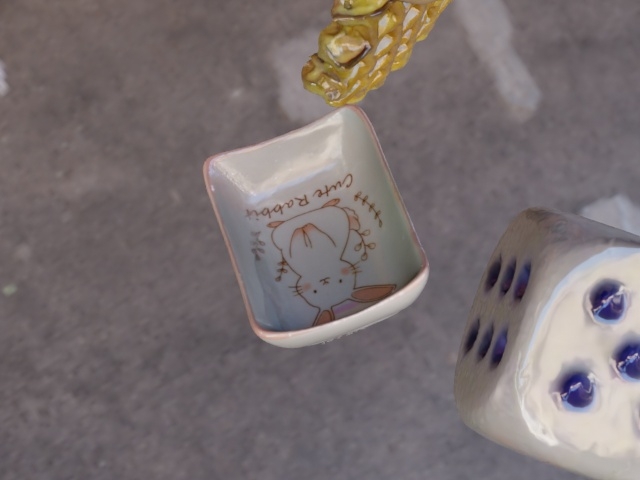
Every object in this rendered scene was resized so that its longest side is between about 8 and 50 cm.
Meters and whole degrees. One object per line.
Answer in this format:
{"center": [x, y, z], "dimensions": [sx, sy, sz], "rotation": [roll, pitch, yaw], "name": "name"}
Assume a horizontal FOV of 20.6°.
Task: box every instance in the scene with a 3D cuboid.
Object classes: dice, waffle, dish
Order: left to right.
{"center": [0.000, 0.000, 1.473], "dimensions": [0.077, 0.151, 0.212], "rotation": [70, -1, -50], "name": "dish"}
{"center": [0.087, -0.254, 1.796], "dimensions": [0.065, 0.309, 0.283], "rotation": [34, 25, 11], "name": "waffle"}
{"center": [0.226, 0.087, 1.422], "dimensions": [0.192, 0.194, 0.193], "rotation": [18, 4, -7], "name": "dice"}

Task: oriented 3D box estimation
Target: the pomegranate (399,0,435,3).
{"center": [0.064, -0.295, 1.473], "dimensions": [0.196, 0.196, 0.196], "rotation": [29, 46, -34], "name": "pomegranate"}
